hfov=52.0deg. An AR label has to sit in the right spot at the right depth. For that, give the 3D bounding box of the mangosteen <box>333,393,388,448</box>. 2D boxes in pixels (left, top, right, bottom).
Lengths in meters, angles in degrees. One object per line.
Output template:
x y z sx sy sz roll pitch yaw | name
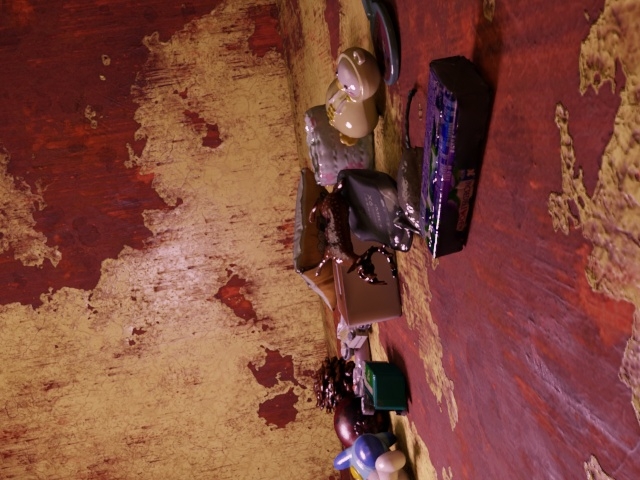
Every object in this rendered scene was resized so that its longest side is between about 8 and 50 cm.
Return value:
0.126 0.566 2.050 0.200 0.199 0.200 171 90 -84 | mangosteen

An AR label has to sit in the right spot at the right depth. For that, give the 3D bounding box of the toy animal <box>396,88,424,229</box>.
0.158 -0.141 1.120 0.079 0.070 0.253 161 103 -68 | toy animal

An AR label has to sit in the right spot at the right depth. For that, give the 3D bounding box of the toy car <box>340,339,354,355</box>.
0.101 0.371 2.530 0.093 0.058 0.186 -103 6 -46 | toy car

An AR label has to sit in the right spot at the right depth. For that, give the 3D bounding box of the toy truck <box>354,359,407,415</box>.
0.161 0.391 1.741 0.253 0.114 0.124 -139 54 -81 | toy truck

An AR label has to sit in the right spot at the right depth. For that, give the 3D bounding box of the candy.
0.183 -0.105 0.933 0.312 0.061 0.088 86 171 -48 | candy

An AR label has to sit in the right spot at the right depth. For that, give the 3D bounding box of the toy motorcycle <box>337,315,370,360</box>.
0.104 0.276 2.112 0.151 0.074 0.229 -106 28 -43 | toy motorcycle

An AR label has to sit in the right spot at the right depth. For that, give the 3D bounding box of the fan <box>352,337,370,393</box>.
0.139 0.428 2.178 0.130 0.074 0.244 -173 78 -84 | fan

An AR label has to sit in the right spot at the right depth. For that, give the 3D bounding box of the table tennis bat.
0.113 -0.420 1.273 0.153 0.040 0.244 97 159 -78 | table tennis bat

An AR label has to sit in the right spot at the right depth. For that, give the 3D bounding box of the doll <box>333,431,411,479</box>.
0.155 0.672 1.830 0.365 0.187 0.376 -133 52 -67 | doll

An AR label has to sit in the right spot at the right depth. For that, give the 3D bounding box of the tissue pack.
0.105 0.065 1.605 0.159 0.135 0.246 -125 26 -76 | tissue pack

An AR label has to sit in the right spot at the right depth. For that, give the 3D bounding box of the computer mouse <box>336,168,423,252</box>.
0.141 -0.062 1.343 0.379 0.090 0.167 37 145 62 | computer mouse

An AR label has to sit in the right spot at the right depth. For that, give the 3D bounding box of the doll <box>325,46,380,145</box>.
0.065 -0.308 1.385 0.296 0.117 0.141 77 169 -72 | doll

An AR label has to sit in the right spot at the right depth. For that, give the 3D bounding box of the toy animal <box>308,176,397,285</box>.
0.047 0.000 1.387 0.260 0.087 0.244 -35 73 65 | toy animal

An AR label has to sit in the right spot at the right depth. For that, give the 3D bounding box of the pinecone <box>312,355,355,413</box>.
0.073 0.526 2.362 0.221 0.221 0.222 171 90 -84 | pinecone

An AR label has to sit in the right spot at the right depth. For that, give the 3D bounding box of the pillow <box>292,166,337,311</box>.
0.000 0.000 1.771 0.312 0.119 0.310 56 -151 -60 | pillow

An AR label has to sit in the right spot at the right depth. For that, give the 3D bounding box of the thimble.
0.048 -0.238 1.634 0.185 0.149 0.211 -138 38 -77 | thimble
